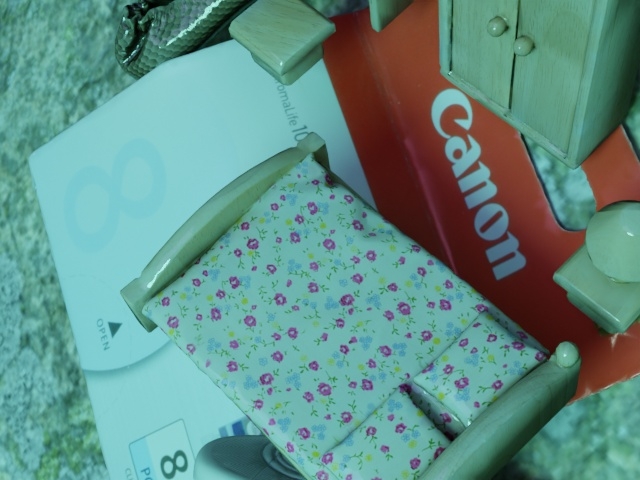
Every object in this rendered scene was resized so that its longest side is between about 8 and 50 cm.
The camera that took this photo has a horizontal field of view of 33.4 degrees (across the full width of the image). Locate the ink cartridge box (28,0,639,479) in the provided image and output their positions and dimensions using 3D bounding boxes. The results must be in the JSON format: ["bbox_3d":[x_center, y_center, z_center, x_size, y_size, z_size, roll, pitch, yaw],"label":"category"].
[{"bbox_3d":[0.000,0.000,0.676,0.385,0.091,0.308,-29,68,28],"label":"ink cartridge box"}]

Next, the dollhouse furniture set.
[{"bbox_3d":[-0.008,-0.031,0.516,0.355,0.174,0.303,-42,66,-14],"label":"dollhouse furniture set"}]

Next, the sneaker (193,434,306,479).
[{"bbox_3d":[0.027,0.189,0.584,0.216,0.079,0.121,14,107,1],"label":"sneaker"}]

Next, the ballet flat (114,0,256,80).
[{"bbox_3d":[-0.051,-0.202,0.734,0.250,0.058,0.084,-39,30,16],"label":"ballet flat"}]
